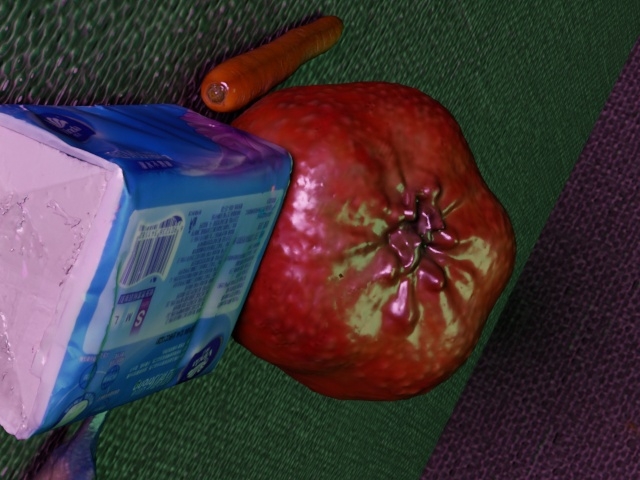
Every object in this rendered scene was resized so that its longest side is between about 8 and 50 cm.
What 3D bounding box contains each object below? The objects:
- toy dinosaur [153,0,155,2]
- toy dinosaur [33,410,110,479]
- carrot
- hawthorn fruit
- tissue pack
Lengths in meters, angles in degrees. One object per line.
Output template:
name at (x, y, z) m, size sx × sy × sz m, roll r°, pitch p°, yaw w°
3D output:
toy dinosaur at (-0.064, -0.268, 1.101) m, size 0.220 × 0.032 × 0.108 m, roll -60°, pitch -177°, yaw 18°
toy dinosaur at (-0.206, 0.222, 1.322) m, size 0.248 × 0.075 × 0.188 m, roll 84°, pitch 28°, yaw -46°
carrot at (-0.036, -0.163, 1.333) m, size 0.248 × 0.043 × 0.043 m, roll -39°, pitch 148°, yaw -55°
hawthorn fruit at (0.000, 0.000, 1.315) m, size 0.287 × 0.330 × 0.287 m, roll 1°, pitch 88°, yaw -30°
tissue pack at (-0.155, 0.007, 1.060) m, size 0.263 × 0.146 × 0.198 m, roll -15°, pitch 129°, yaw -67°
